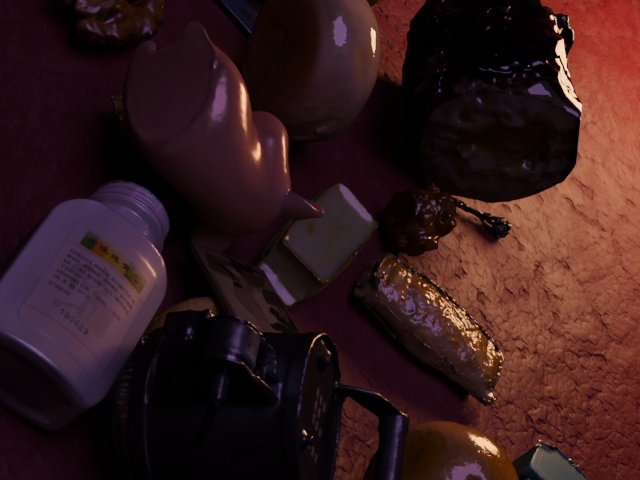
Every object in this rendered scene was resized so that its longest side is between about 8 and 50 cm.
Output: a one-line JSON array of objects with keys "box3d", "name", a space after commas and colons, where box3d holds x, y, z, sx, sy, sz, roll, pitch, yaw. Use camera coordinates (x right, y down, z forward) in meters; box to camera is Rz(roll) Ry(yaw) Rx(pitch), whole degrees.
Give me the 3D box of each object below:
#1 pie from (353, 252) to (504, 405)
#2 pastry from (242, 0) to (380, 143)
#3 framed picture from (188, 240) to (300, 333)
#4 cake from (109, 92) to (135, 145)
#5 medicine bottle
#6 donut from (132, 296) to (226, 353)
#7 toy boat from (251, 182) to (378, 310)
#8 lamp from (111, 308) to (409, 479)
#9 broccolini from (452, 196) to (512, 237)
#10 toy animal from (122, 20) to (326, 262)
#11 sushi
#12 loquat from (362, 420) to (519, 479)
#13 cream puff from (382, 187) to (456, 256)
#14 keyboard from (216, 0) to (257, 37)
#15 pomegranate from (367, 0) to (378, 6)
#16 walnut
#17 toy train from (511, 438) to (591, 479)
[{"box3d": [0.175, 0.133, 2.105, 0.282, 0.068, 0.128, 42, 41, -15], "name": "pie"}, {"box3d": [-0.015, -0.277, 2.114, 0.133, 0.265, 0.264, 4, 58, -38], "name": "pastry"}, {"box3d": [-0.088, 0.084, 1.832, 0.136, 0.010, 0.201, 25, 23, -42], "name": "framed picture"}, {"box3d": [-0.223, -0.177, 1.992, 0.116, 0.079, 0.185, 39, 49, 7], "name": "cake"}, {"box3d": [-0.292, 0.062, 1.692, 0.179, 0.124, 0.324, 40, 42, -14], "name": "medicine bottle"}, {"box3d": [-0.131, 0.142, 1.803, 0.217, 0.085, 0.141, 33, 43, -16], "name": "donut"}, {"box3d": [0.004, -0.004, 2.040, 0.111, 0.084, 0.276, 47, 41, 0], "name": "toy boat"}, {"box3d": [-0.101, 0.210, 1.644, 0.374, 0.272, 0.205, 46, 44, -44], "name": "lamp"}, {"box3d": [0.260, -0.041, 2.353, 0.140, 0.030, 0.035, 23, 82, -22], "name": "broccolini"}, {"box3d": [-0.146, -0.128, 1.870, 0.256, 0.195, 0.212, 46, 29, -43], "name": "toy animal"}, {"box3d": [0.273, -0.244, 2.312, 0.300, 0.281, 0.294, 16, 48, -12], "name": "sushi"}, {"box3d": [0.158, 0.338, 1.830, 0.213, 0.213, 0.213, 24, 46, -28], "name": "loquat"}, {"box3d": [0.157, -0.030, 2.182, 0.094, 0.122, 0.116, 22, 16, -36], "name": "cream puff"}, {"box3d": [-0.116, -0.355, 2.255, 0.176, 0.014, 0.055, 48, 39, -2], "name": "keyboard"}, {"box3d": [0.014, -0.503, 2.305, 0.281, 0.281, 0.281, 24, 46, -28], "name": "pomegranate"}, {"box3d": [-0.308, -0.339, 2.026, 0.170, 0.069, 0.143, -23, 78, -47], "name": "walnut"}, {"box3d": [0.335, 0.399, 2.014, 0.203, 0.112, 0.163, 46, 34, -5], "name": "toy train"}]
